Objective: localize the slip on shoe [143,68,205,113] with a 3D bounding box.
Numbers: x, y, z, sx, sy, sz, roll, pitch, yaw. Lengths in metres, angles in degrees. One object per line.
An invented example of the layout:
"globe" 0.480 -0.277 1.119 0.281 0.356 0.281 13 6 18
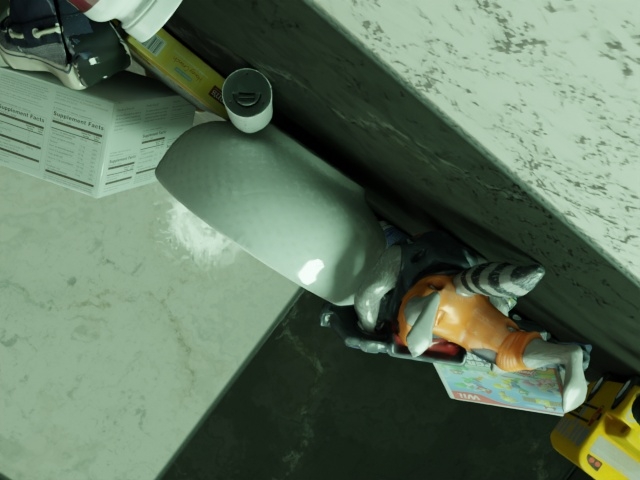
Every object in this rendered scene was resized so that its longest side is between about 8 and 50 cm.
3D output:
"slip on shoe" -0.258 -0.272 1.711 0.135 0.051 0.041 29 179 -23

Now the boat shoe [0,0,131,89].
"boat shoe" -0.374 -0.318 1.305 0.340 0.127 0.158 24 139 48

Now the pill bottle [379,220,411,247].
"pill bottle" 0.125 0.023 1.507 0.120 0.067 0.067 36 178 39

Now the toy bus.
"toy bus" 0.393 0.256 1.257 0.108 0.130 0.333 37 178 9

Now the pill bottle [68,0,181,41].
"pill bottle" -0.176 -0.223 0.727 0.152 0.086 0.086 37 178 -26

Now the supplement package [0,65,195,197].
"supplement package" -0.347 -0.181 1.486 0.204 0.145 0.262 18 -163 16

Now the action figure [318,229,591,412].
"action figure" 0.188 0.072 1.088 0.341 0.179 0.330 8 -167 -15

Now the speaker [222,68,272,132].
"speaker" -0.082 -0.157 1.094 0.055 0.055 0.136 37 179 -2

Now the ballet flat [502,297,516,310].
"ballet flat" 0.212 0.064 1.308 0.114 0.041 0.041 37 178 26

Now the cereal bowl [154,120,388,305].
"cereal bowl" -0.043 -0.056 1.272 0.339 0.141 0.339 35 -174 -4

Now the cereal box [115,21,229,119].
"cereal box" -0.210 -0.248 1.364 0.173 0.047 0.240 37 179 -22

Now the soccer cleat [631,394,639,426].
"soccer cleat" 0.379 0.183 0.943 0.179 0.060 0.072 24 159 52

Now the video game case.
"video game case" 0.281 0.206 1.540 0.204 0.025 0.285 5 152 23

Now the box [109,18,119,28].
"box" -0.476 -0.424 1.602 0.322 0.079 0.257 37 177 9
